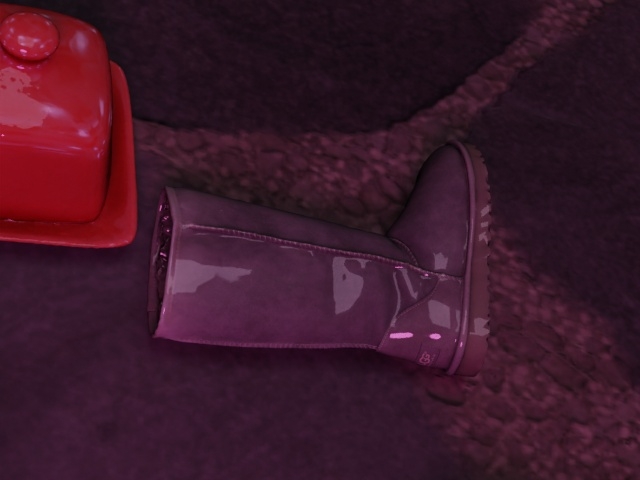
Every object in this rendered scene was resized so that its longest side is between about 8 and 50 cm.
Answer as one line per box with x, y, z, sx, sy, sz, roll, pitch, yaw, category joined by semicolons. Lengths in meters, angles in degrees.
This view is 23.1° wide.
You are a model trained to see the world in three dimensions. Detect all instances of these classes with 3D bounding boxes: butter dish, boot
-0.182;-0.088;0.937;0.159;0.118;0.160;5;52;-17;butter dish
0.000;-0.002;0.981;0.208;0.076;0.190;8;49;-6;boot
